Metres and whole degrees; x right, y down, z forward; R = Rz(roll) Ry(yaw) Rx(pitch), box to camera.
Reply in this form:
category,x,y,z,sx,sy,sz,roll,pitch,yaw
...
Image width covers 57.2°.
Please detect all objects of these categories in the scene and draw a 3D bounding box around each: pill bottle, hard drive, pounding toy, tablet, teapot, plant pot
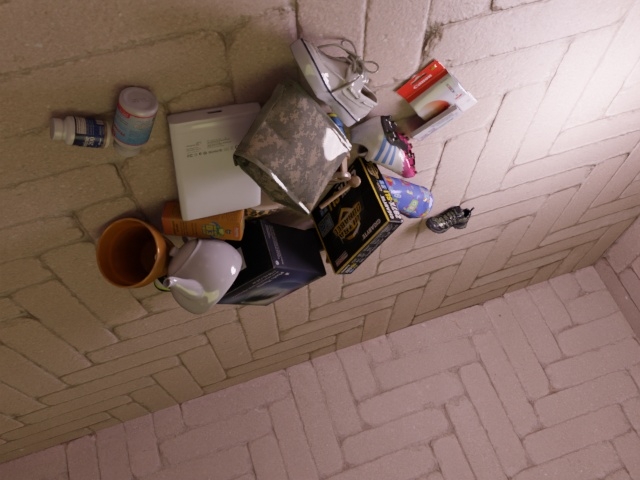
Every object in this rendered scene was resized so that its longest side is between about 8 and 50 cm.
category,x,y,z,sx,sy,sz,roll,pitch,yaw
pill bottle,-0.549,-0.248,1.341,0.120,0.067,0.067,0,147,-36
hard drive,-0.277,-0.206,1.587,0.233,0.047,0.353,-13,143,-16
pounding toy,0.006,-0.177,1.707,0.269,0.155,0.154,-1,176,-18
tablet,0.446,-0.427,1.806,0.054,0.006,0.083,-34,151,24
teapot,-0.370,0.080,1.756,0.187,0.252,0.256,40,156,-18
plant pot,-0.536,0.043,1.782,0.205,0.205,0.188,-27,169,11
pill bottle,-0.435,-0.271,1.361,0.087,0.087,0.160,-3,148,-32

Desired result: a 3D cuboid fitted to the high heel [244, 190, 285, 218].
category,x,y,z,sx,sy,sz,roll,pitch,yaw
high heel,-0.252,-0.077,1.839,0.261,0.093,0.186,5,141,-13

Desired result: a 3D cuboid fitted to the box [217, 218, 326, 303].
category,x,y,z,sx,sy,sz,roll,pitch,yaw
box,-0.190,0.087,1.975,0.296,0.183,0.294,-29,158,29

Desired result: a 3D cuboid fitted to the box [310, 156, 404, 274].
category,x,y,z,sx,sy,sz,roll,pitch,yaw
box,0.111,-0.076,1.939,0.079,0.257,0.322,1,147,-35

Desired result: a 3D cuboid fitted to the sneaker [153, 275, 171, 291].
category,x,y,z,sx,sy,sz,roll,pitch,yaw
sneaker,-0.478,0.136,2.098,0.234,0.084,0.097,-4,147,-32

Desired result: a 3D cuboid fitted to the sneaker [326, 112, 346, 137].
category,x,y,z,sx,sy,sz,roll,pitch,yaw
sneaker,0.043,-0.279,1.707,0.069,0.082,0.209,-22,155,-2

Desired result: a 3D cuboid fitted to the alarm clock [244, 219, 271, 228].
category,x,y,z,sx,sy,sz,roll,pitch,yaw
alarm clock,-0.215,-0.019,2.021,0.129,0.064,0.192,-22,156,10

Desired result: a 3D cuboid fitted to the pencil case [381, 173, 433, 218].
category,x,y,z,sx,sy,sz,roll,pitch,yaw
pencil case,0.266,-0.150,2.062,0.306,0.119,0.133,8,112,-44

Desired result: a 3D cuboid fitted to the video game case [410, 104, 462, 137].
category,x,y,z,sx,sy,sz,roll,pitch,yaw
video game case,0.357,-0.358,1.802,0.157,0.019,0.143,-31,174,19

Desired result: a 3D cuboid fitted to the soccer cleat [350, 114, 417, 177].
category,x,y,z,sx,sy,sz,roll,pitch,yaw
soccer cleat,0.196,-0.280,1.807,0.143,0.116,0.331,-14,155,22

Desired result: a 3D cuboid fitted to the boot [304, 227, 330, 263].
category,x,y,z,sx,sy,sz,roll,pitch,yaw
boot,0.023,0.021,2.224,0.264,0.096,0.280,-27,162,-8

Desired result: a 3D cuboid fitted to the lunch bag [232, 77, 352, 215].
category,x,y,z,sx,sy,sz,roll,pitch,yaw
lunch bag,-0.086,-0.240,1.490,0.235,0.169,0.287,-58,143,-11

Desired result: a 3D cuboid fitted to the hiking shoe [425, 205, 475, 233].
category,x,y,z,sx,sy,sz,roll,pitch,yaw
hiking shoe,0.532,-0.100,2.424,0.227,0.086,0.114,-10,139,-33

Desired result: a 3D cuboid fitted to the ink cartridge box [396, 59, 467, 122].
category,x,y,z,sx,sy,sz,roll,pitch,yaw
ink cartridge box,0.321,-0.424,1.680,0.145,0.045,0.179,-35,153,25

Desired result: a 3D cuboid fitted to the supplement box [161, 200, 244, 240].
category,x,y,z,sx,sy,sz,roll,pitch,yaw
supplement box,-0.345,-0.058,1.740,0.233,0.080,0.078,2,136,-2

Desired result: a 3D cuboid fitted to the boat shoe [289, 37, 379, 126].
category,x,y,z,sx,sy,sz,roll,pitch,yaw
boat shoe,0.063,-0.402,1.428,0.156,0.136,0.367,-29,156,15
